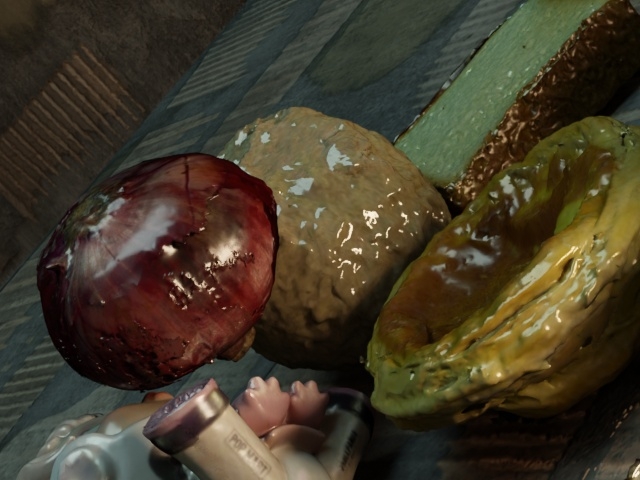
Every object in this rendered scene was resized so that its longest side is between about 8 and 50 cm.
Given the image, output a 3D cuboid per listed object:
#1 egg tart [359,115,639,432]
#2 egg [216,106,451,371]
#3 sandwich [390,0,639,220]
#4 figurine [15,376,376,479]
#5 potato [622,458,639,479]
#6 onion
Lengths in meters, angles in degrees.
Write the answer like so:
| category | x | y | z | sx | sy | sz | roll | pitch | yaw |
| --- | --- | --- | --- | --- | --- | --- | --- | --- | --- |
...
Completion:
| category | x | y | z | sx | sy | sz | roll | pitch | yaw |
| --- | --- | --- | --- | --- | --- | --- | --- | --- | --- |
| egg tart | 0.186 | 0.046 | 1.570 | 0.352 | 0.150 | 0.352 | -40 | 15 | 13 |
| egg | 0.000 | 0.000 | 1.879 | 0.279 | 0.279 | 0.310 | -43 | 40 | 3 |
| sandwich | 0.206 | -0.143 | 2.034 | 0.301 | 0.099 | 0.271 | -49 | 15 | -6 |
| figurine | -0.138 | 0.241 | 1.687 | 0.361 | 0.253 | 0.211 | -20 | 57 | 40 |
| potato | 0.314 | 0.161 | 1.118 | 0.243 | 0.098 | 0.138 | -29 | 25 | 21 |
| onion | -0.142 | 0.037 | 1.713 | 0.252 | 0.219 | 0.252 | -26 | 39 | 24 |
